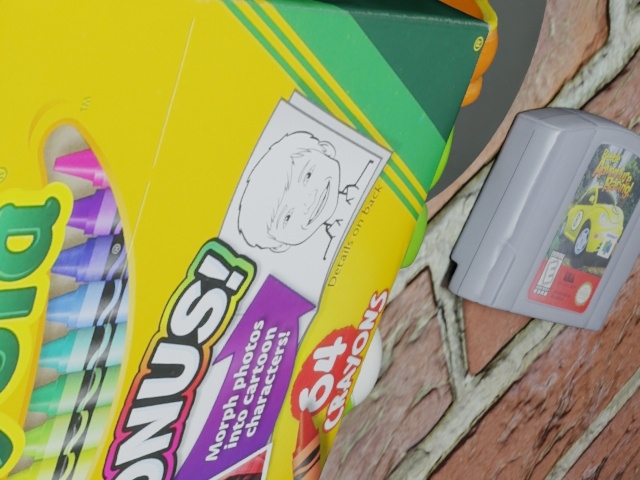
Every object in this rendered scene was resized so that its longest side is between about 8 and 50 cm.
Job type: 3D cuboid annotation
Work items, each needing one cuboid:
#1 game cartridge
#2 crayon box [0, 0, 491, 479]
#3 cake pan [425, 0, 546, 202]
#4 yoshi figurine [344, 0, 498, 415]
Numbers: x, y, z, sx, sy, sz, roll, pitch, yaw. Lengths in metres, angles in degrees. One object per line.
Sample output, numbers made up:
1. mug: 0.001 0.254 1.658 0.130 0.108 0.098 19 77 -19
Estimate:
1. game cartridge: 0.235 -0.020 1.406 0.294 0.060 0.196 13 99 -57
2. crayon box: -0.101 0.047 0.674 0.313 0.106 0.363 -8 122 -54
3. cake pan: 0.069 -0.142 1.082 0.293 0.054 0.293 -34 139 -35
4. yoshi figurine: -0.015 -0.016 0.958 0.203 0.203 0.362 -41 152 -52
